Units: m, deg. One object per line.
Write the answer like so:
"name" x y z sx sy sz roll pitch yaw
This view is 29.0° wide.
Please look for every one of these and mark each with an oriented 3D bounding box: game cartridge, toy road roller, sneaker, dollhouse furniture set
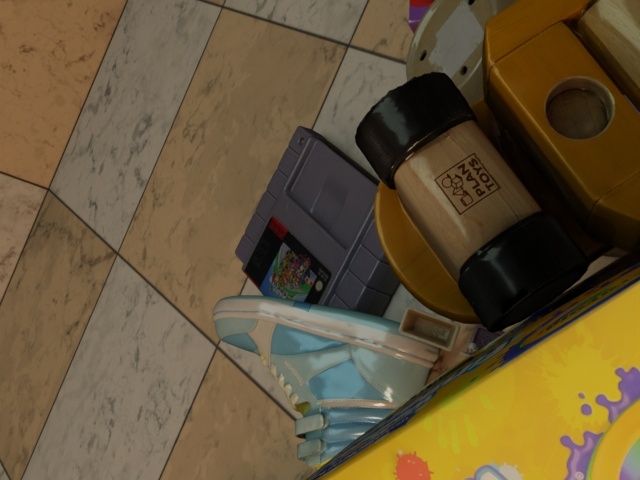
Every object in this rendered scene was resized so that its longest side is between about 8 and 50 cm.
"game cartridge" 0.000 0.000 1.700 0.230 0.068 0.355 -59 32 8
"toy road roller" 0.198 -0.065 1.037 0.329 0.240 0.202 -34 73 -2
"sneaker" -0.022 0.182 1.494 0.319 0.127 0.208 8 81 37
"dollhouse furniture set" 0.130 0.123 1.349 0.114 0.081 0.091 20 90 17

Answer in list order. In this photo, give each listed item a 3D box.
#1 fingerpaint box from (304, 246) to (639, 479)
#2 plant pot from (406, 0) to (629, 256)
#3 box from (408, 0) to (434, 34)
"fingerpaint box" 0.191 0.143 0.978 0.445 0.371 0.163 -39 82 35
"plant pot" 0.229 -0.147 1.222 0.256 0.274 0.257 -34 46 43
"box" 0.243 -0.330 1.350 0.293 0.057 0.201 -3 71 18
